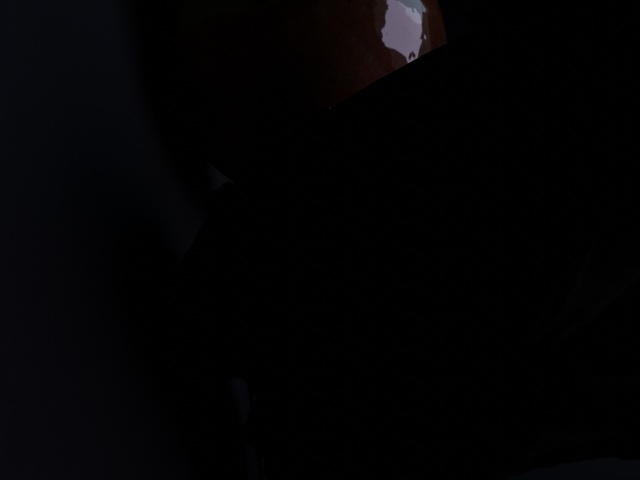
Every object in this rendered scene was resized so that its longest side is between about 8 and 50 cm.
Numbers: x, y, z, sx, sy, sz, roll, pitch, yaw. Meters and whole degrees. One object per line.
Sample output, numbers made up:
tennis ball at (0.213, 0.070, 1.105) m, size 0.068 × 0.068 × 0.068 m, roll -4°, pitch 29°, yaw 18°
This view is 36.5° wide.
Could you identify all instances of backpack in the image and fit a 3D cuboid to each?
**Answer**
backpack at (0.136, 0.017, 0.590) m, size 0.363 × 0.445 × 0.255 m, roll 57°, pitch 20°, yaw -26°

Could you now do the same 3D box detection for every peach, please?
peach at (-0.011, -0.154, 0.802) m, size 0.252 × 0.252 × 0.253 m, roll -15°, pitch 90°, yaw -87°

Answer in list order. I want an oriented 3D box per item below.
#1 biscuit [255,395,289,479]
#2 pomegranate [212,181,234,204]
biscuit at (0.010, 0.130, 0.769) m, size 0.025 × 0.131 × 0.231 m, roll 76°, pitch 0°, yaw -49°
pomegranate at (-0.060, -0.013, 0.838) m, size 0.084 × 0.073 × 0.073 m, roll 36°, pitch 14°, yaw -12°
